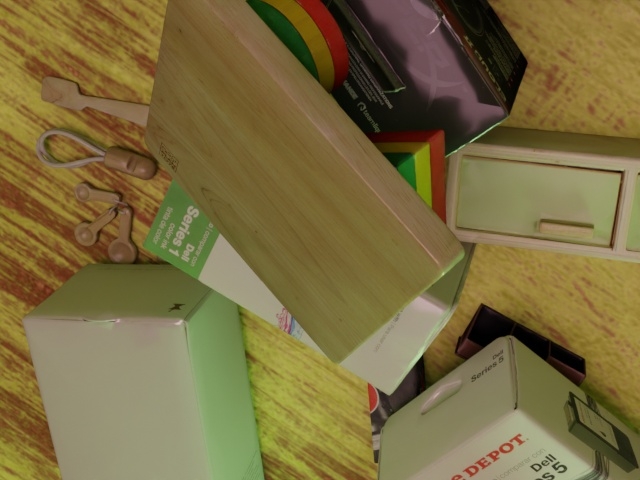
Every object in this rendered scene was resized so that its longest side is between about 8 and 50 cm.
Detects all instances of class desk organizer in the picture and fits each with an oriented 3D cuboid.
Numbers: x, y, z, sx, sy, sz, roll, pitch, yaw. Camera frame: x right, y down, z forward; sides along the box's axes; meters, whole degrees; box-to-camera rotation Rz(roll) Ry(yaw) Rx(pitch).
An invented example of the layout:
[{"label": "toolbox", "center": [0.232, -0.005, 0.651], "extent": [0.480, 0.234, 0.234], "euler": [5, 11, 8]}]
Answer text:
[{"label": "desk organizer", "center": [0.214, 0.124, 1.001], "extent": [0.130, 0.047, 0.050], "euler": [28, 112, 4]}]

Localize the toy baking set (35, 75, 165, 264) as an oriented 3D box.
[{"label": "toy baking set", "center": [-0.223, -0.076, 1.062], "extent": [0.197, 0.030, 0.256], "euler": [-13, 105, 20]}]

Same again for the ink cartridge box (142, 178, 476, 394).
[{"label": "ink cartridge box", "center": [0.000, 0.000, 0.931], "extent": [0.278, 0.201, 0.117], "euler": [31, 116, 3]}]

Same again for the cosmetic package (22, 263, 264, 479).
[{"label": "cosmetic package", "center": [-0.188, 0.219, 1.082], "extent": [0.197, 0.155, 0.365], "euler": [1, 112, 16]}]

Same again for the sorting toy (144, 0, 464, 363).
[{"label": "sorting toy", "center": [-0.009, -0.057, 0.708], "extent": [0.257, 0.089, 0.255], "euler": [49, 156, 6]}]

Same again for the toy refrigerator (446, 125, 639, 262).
[{"label": "toy refrigerator", "center": [0.259, -0.043, 0.901], "extent": [0.270, 0.094, 0.102], "euler": [8, 111, 13]}]

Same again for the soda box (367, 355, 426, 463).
[{"label": "soda box", "center": [0.086, 0.166, 1.048], "extent": [0.060, 0.053, 0.168], "euler": [-1, 108, 16]}]

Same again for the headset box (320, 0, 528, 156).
[{"label": "headset box", "center": [0.067, -0.187, 0.796], "extent": [0.110, 0.293, 0.218], "euler": [-33, 98, 23]}]

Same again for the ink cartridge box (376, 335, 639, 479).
[{"label": "ink cartridge box", "center": [0.220, 0.254, 0.966], "extent": [0.273, 0.114, 0.198], "euler": [37, 121, -17]}]
